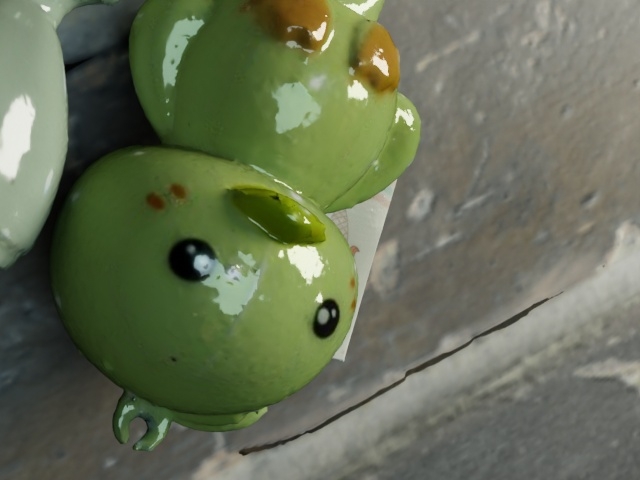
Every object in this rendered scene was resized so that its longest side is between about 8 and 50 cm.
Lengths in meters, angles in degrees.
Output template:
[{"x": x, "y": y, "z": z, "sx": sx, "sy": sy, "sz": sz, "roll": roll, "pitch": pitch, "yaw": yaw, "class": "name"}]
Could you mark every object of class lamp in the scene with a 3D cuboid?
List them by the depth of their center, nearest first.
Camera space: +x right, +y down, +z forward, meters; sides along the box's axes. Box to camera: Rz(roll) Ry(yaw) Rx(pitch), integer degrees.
[{"x": -0.137, "y": -0.068, "z": 0.639, "sx": 0.106, "sy": 0.106, "sz": 0.193, "roll": 35, "pitch": 75, "yaw": -28, "class": "lamp"}]

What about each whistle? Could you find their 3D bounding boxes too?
[{"x": -0.019, "y": -0.047, "z": 0.669, "sx": 0.141, "sy": 0.141, "sz": 0.294, "roll": 23, "pitch": 95, "yaw": -28, "class": "whistle"}]

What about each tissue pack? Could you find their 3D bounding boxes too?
[{"x": 0.000, "y": 0.000, "z": 0.758, "sx": 0.056, "sy": 0.023, "sz": 0.108, "roll": 13, "pitch": 95, "yaw": -26, "class": "tissue pack"}]
